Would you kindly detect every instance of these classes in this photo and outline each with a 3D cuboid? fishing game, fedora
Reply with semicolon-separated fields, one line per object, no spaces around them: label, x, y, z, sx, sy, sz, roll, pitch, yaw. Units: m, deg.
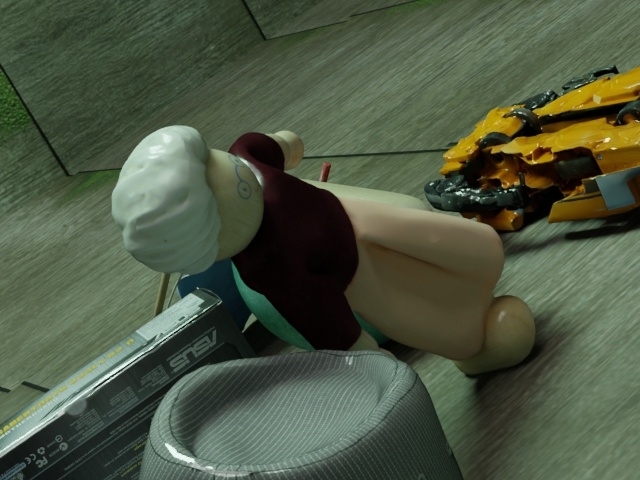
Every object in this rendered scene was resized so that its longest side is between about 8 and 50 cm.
fishing game;-0.083;0.022;1.363;0.041;0.189;0.264;29;35;22
fedora;-0.008;0.130;0.780;0.243;0.124;0.275;1;11;26

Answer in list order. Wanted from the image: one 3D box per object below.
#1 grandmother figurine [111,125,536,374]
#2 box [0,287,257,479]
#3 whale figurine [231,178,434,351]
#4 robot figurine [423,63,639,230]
grandmother figurine;0.000;0.000;0.960;0.104;0.342;0.208;-50;51;20
box;-0.118;0.170;0.940;0.231;0.183;0.056;-35;19;-14
whale figurine;0.018;0.023;1.258;0.216;0.141;0.272;8;2;6
robot figurine;0.225;-0.076;1.237;0.211;0.085;0.291;-42;20;-34
